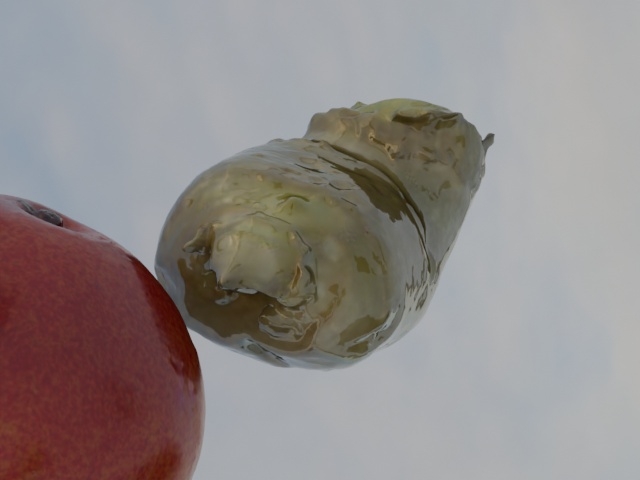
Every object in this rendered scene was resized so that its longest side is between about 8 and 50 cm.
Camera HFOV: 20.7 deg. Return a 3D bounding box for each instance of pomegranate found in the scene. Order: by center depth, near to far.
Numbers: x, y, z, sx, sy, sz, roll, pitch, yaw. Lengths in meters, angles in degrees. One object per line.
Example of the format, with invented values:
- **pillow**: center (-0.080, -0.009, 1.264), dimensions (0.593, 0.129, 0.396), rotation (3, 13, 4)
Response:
- **pomegranate**: center (-0.173, 0.103, 0.838), dimensions (0.221, 0.221, 0.256), rotation (-22, -47, -63)

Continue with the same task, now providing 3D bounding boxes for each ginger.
- **ginger**: center (0.000, 0.000, 0.970), dimensions (0.267, 0.138, 0.152), rotation (-42, -29, -55)
